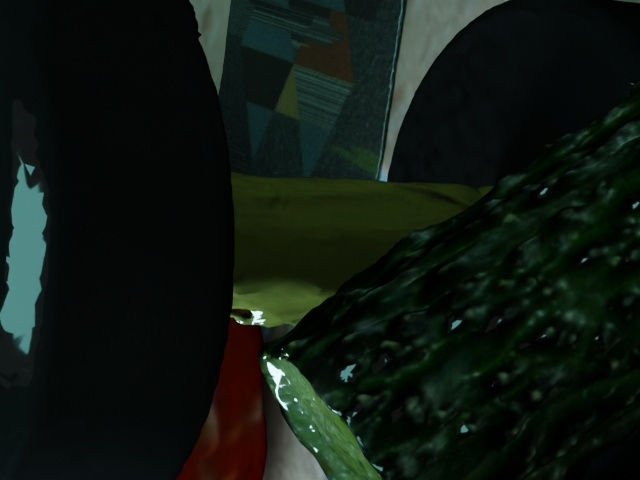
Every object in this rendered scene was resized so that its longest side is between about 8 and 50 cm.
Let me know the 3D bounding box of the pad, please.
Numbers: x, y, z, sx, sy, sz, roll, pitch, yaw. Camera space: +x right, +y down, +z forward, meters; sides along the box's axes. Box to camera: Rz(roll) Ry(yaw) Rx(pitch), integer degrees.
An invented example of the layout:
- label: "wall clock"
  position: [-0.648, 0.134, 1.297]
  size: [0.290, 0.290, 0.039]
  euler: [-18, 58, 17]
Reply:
- label: "pad"
  position: [-0.004, -0.123, 0.990]
  size: [0.143, 0.003, 0.211]
  euler: [23, 110, 48]

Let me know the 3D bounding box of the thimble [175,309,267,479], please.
- label: "thimble"
  position: [-0.200, 0.079, 1.074]
  size: [0.350, 0.230, 0.350]
  euler: [4, 95, 49]

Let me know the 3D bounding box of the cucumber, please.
- label: "cucumber"
  position: [0.149, -0.035, 0.597]
  size: [0.096, 0.359, 0.096]
  euler: [52, 171, 11]

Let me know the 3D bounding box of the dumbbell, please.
- label: "dumbbell"
  position: [0.000, 0.000, 0.722]
  size: [0.204, 0.322, 0.204]
  euler: [-4, 85, 59]
